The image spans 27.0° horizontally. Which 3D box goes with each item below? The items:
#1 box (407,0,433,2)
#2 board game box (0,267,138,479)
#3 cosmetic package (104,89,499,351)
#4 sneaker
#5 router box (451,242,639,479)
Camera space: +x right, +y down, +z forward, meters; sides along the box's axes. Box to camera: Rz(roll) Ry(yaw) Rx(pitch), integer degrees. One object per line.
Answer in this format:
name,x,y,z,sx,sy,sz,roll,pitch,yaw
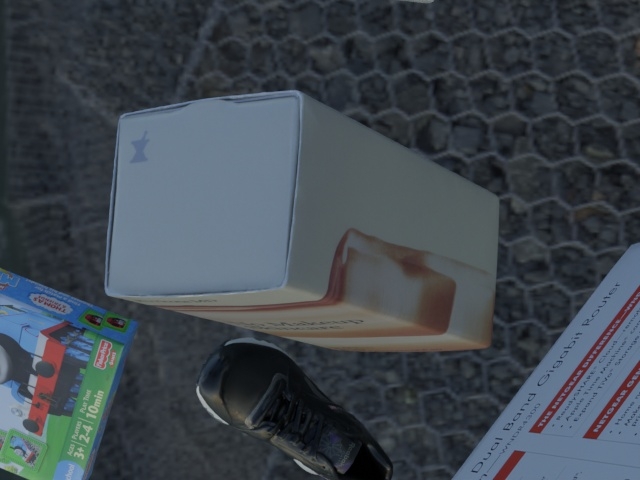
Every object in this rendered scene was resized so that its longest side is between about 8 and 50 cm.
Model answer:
box,-0.059,-0.334,1.197,0.215,0.345,0.168,16,97,36
board game box,-0.260,0.092,1.019,0.211,0.039,0.160,22,121,2
cosmetic package,0.000,0.000,0.955,0.153,0.296,0.129,-3,77,33
sneaker,-0.014,0.201,1.504,0.124,0.283,0.107,24,79,48
router box,0.124,0.134,0.485,0.335,0.082,0.301,-50,9,-14
